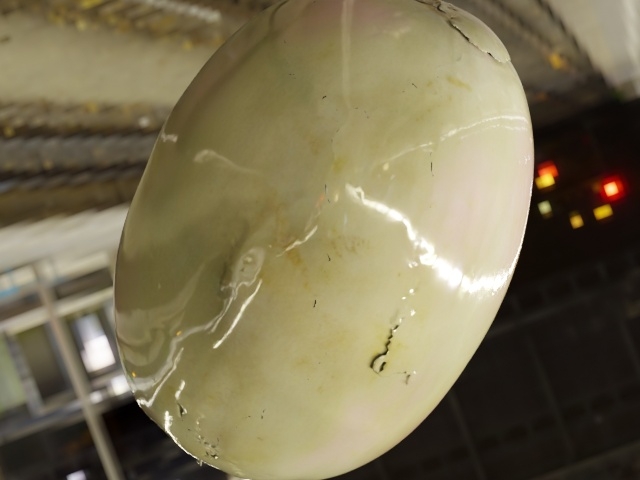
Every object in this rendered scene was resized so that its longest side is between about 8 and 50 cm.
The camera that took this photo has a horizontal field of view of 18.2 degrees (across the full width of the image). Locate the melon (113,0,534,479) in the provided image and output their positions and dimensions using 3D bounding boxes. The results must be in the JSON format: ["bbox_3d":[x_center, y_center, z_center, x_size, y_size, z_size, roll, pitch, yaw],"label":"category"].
[{"bbox_3d":[0.000,0.000,1.170,0.223,0.223,0.317,-20,139,-62],"label":"melon"}]
